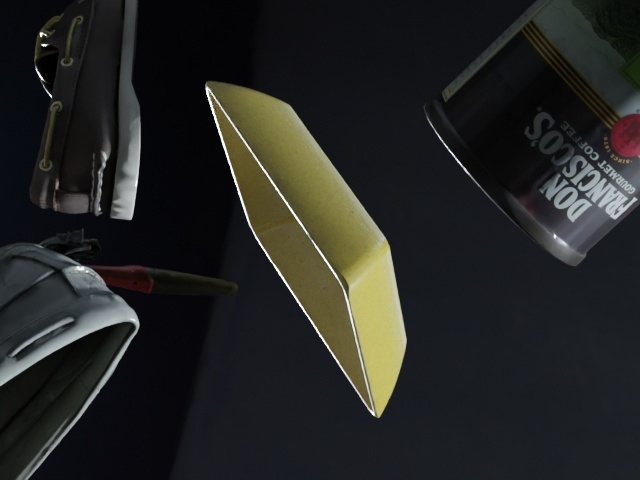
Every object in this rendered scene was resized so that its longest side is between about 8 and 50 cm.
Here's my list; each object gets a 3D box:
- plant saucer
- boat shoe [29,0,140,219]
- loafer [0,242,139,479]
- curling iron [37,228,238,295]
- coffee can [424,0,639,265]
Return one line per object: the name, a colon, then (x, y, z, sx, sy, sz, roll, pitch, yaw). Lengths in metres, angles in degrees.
plant saucer: (0.000, 0.000, 1.810, 0.081, 0.333, 0.333, -28, 149, -9)
boat shoe: (-0.222, -0.162, 1.467, 0.096, 0.324, 0.117, 2, 146, -10)
loafer: (-0.231, 0.142, 0.913, 0.111, 0.319, 0.112, 24, 162, 33)
curling iron: (-0.204, 0.039, 1.783, 0.274, 0.035, 0.068, 16, 139, -40)
coffee can: (0.258, -0.142, 1.379, 0.201, 0.275, 0.201, 42, -165, -14)
